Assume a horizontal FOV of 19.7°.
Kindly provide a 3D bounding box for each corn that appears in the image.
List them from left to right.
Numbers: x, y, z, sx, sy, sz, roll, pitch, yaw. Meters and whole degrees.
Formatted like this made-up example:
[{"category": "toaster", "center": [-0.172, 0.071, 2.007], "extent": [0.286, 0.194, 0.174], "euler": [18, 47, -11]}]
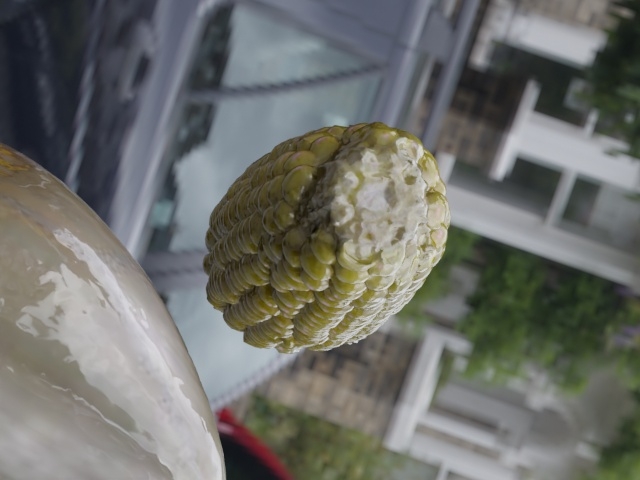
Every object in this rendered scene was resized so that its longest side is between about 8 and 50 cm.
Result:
[{"category": "corn", "center": [0.000, 0.000, 1.106], "extent": [0.347, 0.130, 0.130], "euler": [140, -29, -77]}]

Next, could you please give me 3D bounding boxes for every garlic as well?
[{"category": "garlic", "center": [-0.159, 0.003, 0.655], "extent": [0.112, 0.318, 0.143], "euler": [-58, -178, -18]}]
